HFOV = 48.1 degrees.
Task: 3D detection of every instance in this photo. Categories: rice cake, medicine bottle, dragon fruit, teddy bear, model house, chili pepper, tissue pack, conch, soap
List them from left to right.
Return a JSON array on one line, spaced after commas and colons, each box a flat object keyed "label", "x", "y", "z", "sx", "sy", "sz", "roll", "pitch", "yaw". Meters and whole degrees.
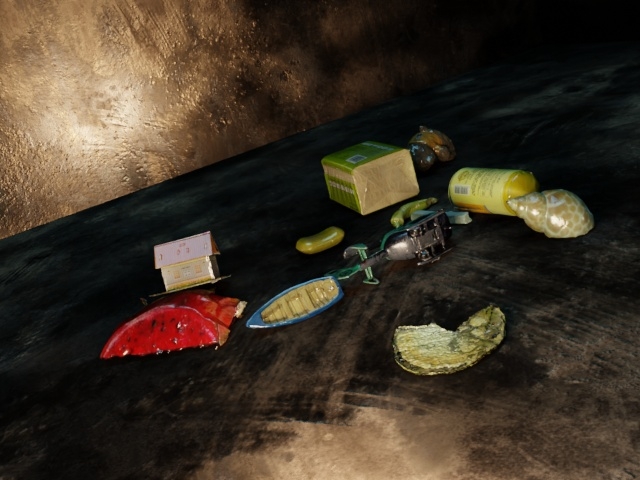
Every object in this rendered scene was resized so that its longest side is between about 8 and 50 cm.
[{"label": "dragon fruit", "x": -0.350, "y": 0.178, "z": 1.727, "sx": 0.343, "sy": 0.100, "sz": 0.282, "roll": -11, "pitch": 15, "yaw": 15}, {"label": "model house", "x": -0.367, "y": 0.063, "z": 1.898, "sx": 0.219, "sy": 0.136, "sz": 0.207, "roll": -13, "pitch": 0, "yaw": 2}, {"label": "soap", "x": 0.000, "y": 0.001, "z": 1.985, "sx": 0.140, "sy": 0.045, "sz": 0.089, "roll": -21, "pitch": 22, "yaw": -15}, {"label": "tissue pack", "x": 0.150, "y": -0.201, "z": 2.241, "sx": 0.200, "sy": 0.167, "sz": 0.275, "roll": -20, "pitch": 17, "yaw": -14}, {"label": "chili pepper", "x": 0.254, "y": -0.086, "z": 2.016, "sx": 0.049, "sy": 0.043, "sz": 0.208, "roll": -16, "pitch": 13, "yaw": 48}, {"label": "teddy bear", "x": 0.346, "y": -0.297, "z": 2.408, "sx": 0.177, "sy": 0.140, "sz": 0.190, "roll": -2, "pitch": 32, "yaw": 31}, {"label": "rice cake", "x": 0.320, "y": -0.063, "z": 1.904, "sx": 0.180, "sy": 0.030, "sz": 0.042, "roll": 5, "pitch": 25, "yaw": 46}, {"label": "medicine bottle", "x": 0.449, "y": -0.125, "z": 1.836, "sx": 0.124, "sy": 0.124, "sz": 0.239, "roll": -27, "pitch": 22, "yaw": -27}, {"label": "conch", "x": 0.530, "y": -0.066, "z": 1.623, "sx": 0.173, "sy": 0.106, "sz": 0.116, "roll": 22, "pitch": 60, "yaw": 42}]

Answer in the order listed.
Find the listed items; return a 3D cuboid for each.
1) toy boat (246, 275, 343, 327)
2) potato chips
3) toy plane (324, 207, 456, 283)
[{"label": "toy boat", "x": -0.060, "y": 0.148, "z": 1.603, "sx": 0.229, "sy": 0.080, "sz": 0.046, "roll": -24, "pitch": -15, "yaw": -11}, {"label": "potato chips", "x": 0.239, "y": 0.178, "z": 1.306, "sx": 0.220, "sy": 0.029, "sz": 0.202, "roll": -24, "pitch": 20, "yaw": -10}, {"label": "toy plane", "x": 0.188, "y": 0.013, "z": 1.714, "sx": 0.382, "sy": 0.106, "sz": 0.155, "roll": -28, "pitch": 15, "yaw": -28}]
